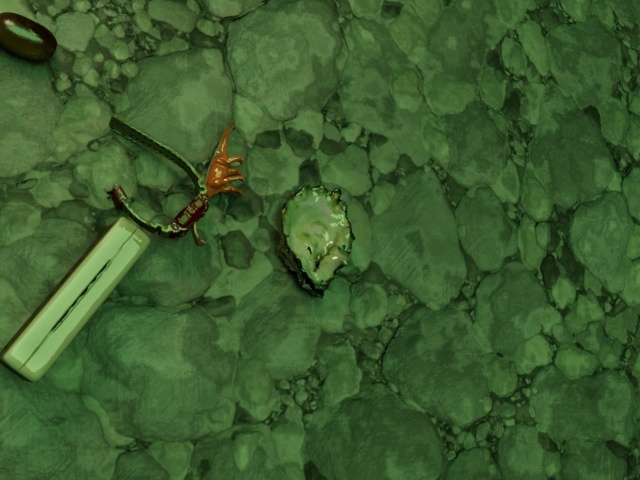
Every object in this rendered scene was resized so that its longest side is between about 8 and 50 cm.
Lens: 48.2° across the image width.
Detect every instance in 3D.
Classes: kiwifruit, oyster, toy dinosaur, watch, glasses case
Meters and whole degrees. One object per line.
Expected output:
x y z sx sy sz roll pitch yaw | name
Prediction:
-0.583 -0.399 1.403 0.124 0.075 0.075 20 73 -30 | kiwifruit
-0.004 0.001 1.649 0.198 0.092 0.260 -5 75 -29 | oyster
-0.218 -0.124 1.567 0.101 0.055 0.280 6 76 0 | toy dinosaur
-0.356 -0.121 1.476 0.268 0.102 0.165 34 69 -9 | watch
-0.461 0.108 1.344 0.076 0.144 0.337 42 64 -17 | glasses case
